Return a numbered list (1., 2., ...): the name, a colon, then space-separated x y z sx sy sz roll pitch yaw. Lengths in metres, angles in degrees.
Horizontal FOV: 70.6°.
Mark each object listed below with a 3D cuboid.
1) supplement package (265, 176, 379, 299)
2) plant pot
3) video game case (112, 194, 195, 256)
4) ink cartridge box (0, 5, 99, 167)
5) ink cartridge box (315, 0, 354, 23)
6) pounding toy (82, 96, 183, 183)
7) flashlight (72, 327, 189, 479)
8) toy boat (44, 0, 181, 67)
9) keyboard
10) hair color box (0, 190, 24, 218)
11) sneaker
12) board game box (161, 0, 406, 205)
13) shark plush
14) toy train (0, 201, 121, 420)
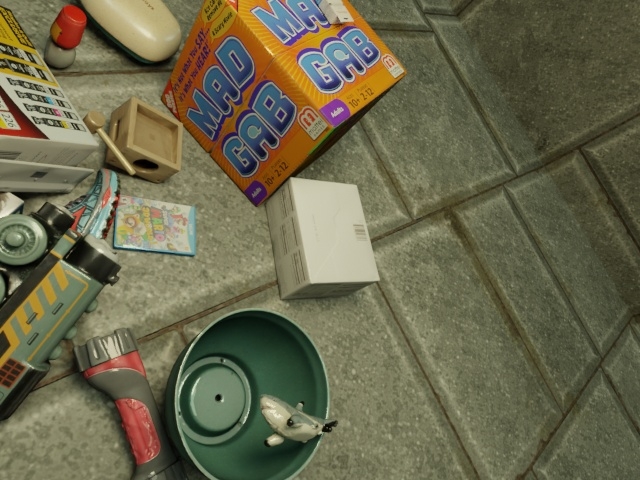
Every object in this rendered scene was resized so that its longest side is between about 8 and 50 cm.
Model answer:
1. supplement package: 0.000 0.000 1.120 0.204 0.145 0.261 2 67 -34
2. plant pot: -0.156 0.286 0.829 0.293 0.196 0.292 16 63 -33
3. video game case: -0.351 -0.030 0.969 0.166 0.015 0.119 8 63 -33
4. ink cartridge box: -0.553 -0.260 0.786 0.309 0.130 0.272 57 16 1
5. ink cartridge box: 0.031 -0.507 0.997 0.048 0.028 0.083 -27 83 -41
6. pounding toy: -0.401 -0.196 0.935 0.206 0.094 0.180 24 54 -49
7. flashlight: -0.323 0.306 0.770 0.103 0.103 0.303 -21 81 -14
8. toy boat: -0.491 -0.497 1.033 0.267 0.148 0.318 47 42 -14
9. keyboard: -0.490 -0.108 0.773 0.014 0.072 0.256 51 8 0
10. hair color box: -0.645 0.029 0.670 0.174 0.105 0.347 36 51 -17
11. sneaker: -0.458 -0.038 0.840 0.125 0.104 0.261 21 57 -24
12. board game box: -0.089 -0.376 1.102 0.356 0.357 0.356 49 49 -5
13. shark plush: -0.027 0.296 0.763 0.161 0.073 0.067 12 34 -30
14. toy train: -0.470 0.106 0.698 0.190 0.142 0.333 39 71 -19
